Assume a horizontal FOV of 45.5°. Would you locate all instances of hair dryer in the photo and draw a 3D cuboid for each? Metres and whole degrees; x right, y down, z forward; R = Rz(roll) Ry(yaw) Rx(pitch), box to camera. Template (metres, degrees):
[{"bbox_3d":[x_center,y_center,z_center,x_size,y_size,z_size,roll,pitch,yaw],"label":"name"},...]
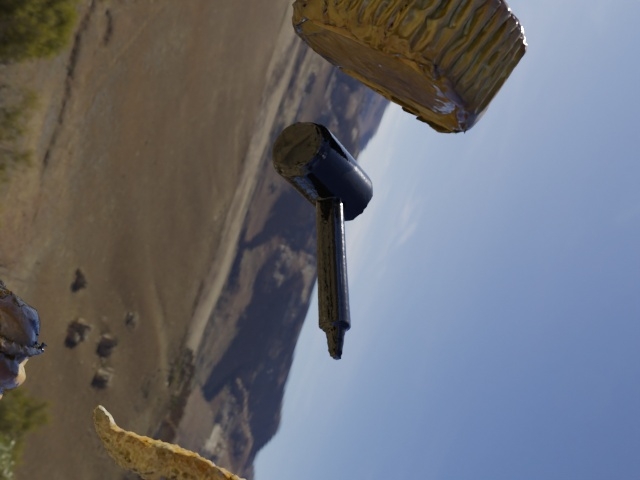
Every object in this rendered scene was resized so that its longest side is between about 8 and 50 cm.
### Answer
[{"bbox_3d":[0.001,0.001,0.783,0.114,0.070,0.248,43,40,-48],"label":"hair dryer"}]

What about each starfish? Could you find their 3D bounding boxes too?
[{"bbox_3d":[0.010,0.186,0.410,0.060,0.299,0.302,-47,-169,-23],"label":"starfish"}]

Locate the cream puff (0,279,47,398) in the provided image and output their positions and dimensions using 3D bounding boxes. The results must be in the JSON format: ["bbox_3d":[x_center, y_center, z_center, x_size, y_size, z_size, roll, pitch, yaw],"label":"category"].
[{"bbox_3d":[-0.292,0.074,0.617,0.133,0.119,0.104,-5,-131,40],"label":"cream puff"}]

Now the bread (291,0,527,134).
[{"bbox_3d":[0.101,-0.238,0.869,0.142,0.253,0.227,-57,171,-7],"label":"bread"}]
